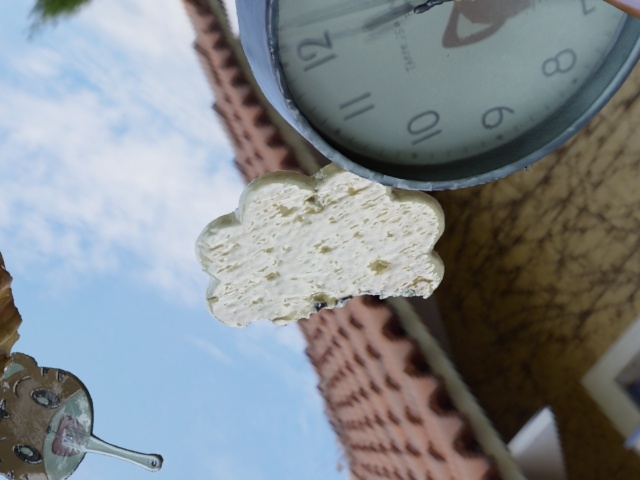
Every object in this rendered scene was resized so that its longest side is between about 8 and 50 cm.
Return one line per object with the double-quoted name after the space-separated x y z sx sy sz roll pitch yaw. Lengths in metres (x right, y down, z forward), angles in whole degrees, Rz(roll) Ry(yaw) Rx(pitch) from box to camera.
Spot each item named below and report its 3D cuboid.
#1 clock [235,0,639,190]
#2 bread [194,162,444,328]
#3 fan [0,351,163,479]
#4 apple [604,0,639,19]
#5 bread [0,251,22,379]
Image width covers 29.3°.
0.101 -0.185 0.877 0.325 0.325 0.067 27 -162 -34 "clock"
0.000 0.000 1.222 0.039 0.251 0.181 -102 3 -57 "bread"
-0.289 0.226 1.404 0.227 0.152 0.008 17 179 7 "fan"
0.154 -0.181 0.365 0.261 0.261 0.194 35 179 -8 "apple"
-0.348 0.014 0.793 0.389 0.236 0.183 22 -136 33 "bread"
